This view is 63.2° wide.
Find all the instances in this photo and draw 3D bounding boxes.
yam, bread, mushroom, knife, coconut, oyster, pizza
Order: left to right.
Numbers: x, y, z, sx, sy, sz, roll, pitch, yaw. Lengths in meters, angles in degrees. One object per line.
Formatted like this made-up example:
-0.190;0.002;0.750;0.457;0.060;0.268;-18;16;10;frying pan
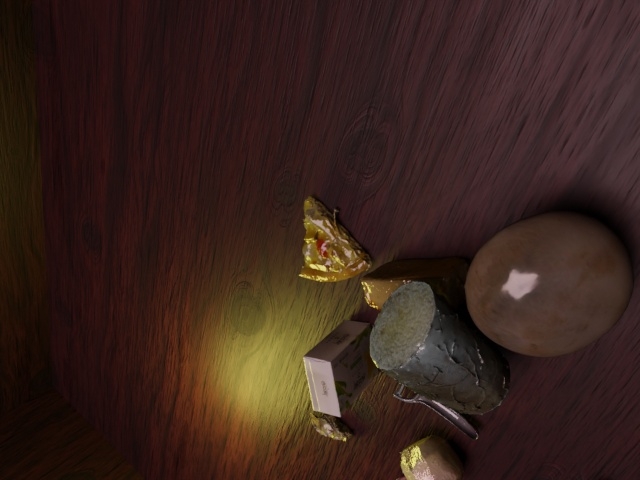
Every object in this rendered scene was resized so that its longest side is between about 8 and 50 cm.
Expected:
0.000;0.000;1.651;0.280;0.075;0.288;-21;96;40;pizza
0.039;0.691;1.931;0.177;0.056;0.105;6;119;36;oyster
0.268;0.122;1.431;0.274;0.184;0.114;-3;103;37;bread
0.356;0.718;1.625;0.194;0.194;0.194;15;118;32;coconut
0.292;0.277;1.280;0.348;0.241;0.241;38;137;-26;yam
0.370;0.508;1.603;0.278;0.053;0.123;31;120;22;knife
0.505;0.085;1.190;0.362;0.295;0.362;-1;124;-1;mushroom

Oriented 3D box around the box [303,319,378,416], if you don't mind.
0.071;0.396;1.646;0.111;0.260;0.194;1;111;33;box

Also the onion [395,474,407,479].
0.319;0.888;1.702;0.195;0.218;0.140;3;140;23;onion
